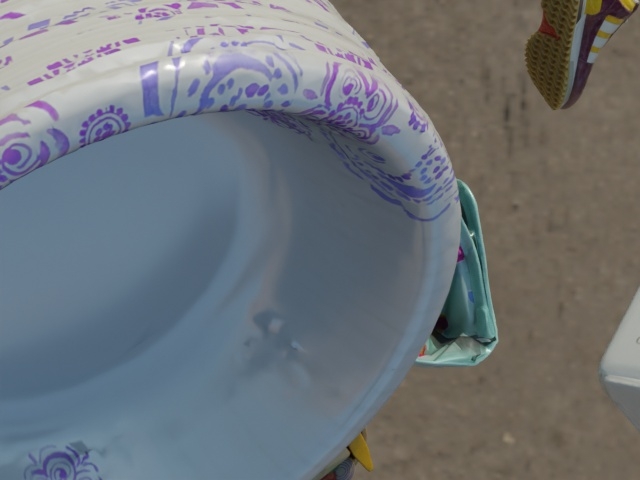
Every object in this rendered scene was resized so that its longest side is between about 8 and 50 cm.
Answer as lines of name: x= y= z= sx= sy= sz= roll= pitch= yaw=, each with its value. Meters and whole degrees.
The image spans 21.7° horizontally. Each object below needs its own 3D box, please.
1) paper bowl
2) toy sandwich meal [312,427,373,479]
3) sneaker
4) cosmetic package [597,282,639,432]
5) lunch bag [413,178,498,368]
paper bowl: x=-0.100 y=0.006 z=0.641 sx=0.284 sy=0.148 sz=0.284 roll=-23 pitch=141 yaw=-20
toy sandwich meal: x=-0.001 y=0.142 z=1.075 sx=0.085 sy=0.029 sz=0.086 roll=-18 pitch=132 yaw=-22
sneaker: x=0.227 y=-0.181 z=1.405 sx=0.083 sy=0.070 sz=0.185 roll=-23 pitch=151 yaw=-15
cosmetic package: x=0.490 y=0.056 z=1.296 sx=0.329 sy=0.327 sz=0.394 roll=48 pitch=62 yaw=-36
lunch bag: x=0.000 y=0.000 z=1.291 sx=0.262 sy=0.223 sz=0.160 roll=46 pitch=65 yaw=-21
